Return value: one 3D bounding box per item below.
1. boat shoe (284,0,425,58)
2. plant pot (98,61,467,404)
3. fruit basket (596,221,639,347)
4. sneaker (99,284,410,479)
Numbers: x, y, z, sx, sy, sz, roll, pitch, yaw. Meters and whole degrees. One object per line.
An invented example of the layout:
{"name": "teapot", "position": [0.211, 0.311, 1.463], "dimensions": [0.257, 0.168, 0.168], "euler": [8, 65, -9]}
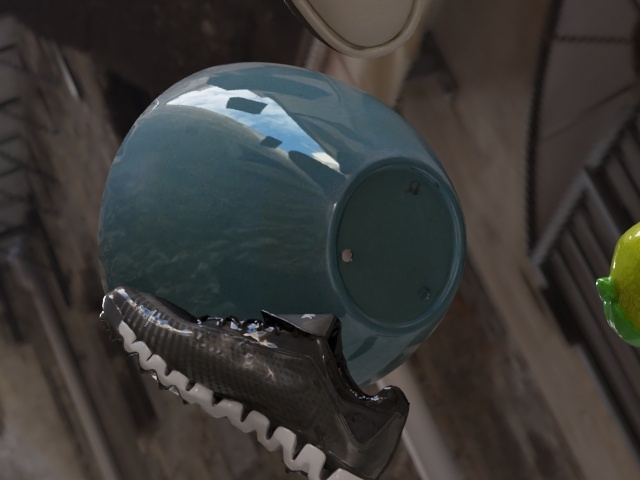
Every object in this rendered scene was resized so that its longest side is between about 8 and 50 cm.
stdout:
{"name": "boat shoe", "position": [-0.021, -0.272, 1.017], "dimensions": [0.112, 0.335, 0.095], "euler": [-24, 2, -2]}
{"name": "plant pot", "position": [0.000, 0.000, 1.248], "dimensions": [0.290, 0.290, 0.195], "euler": [-10, 8, -36]}
{"name": "fruit basket", "position": [0.452, 0.014, 1.416], "dimensions": [0.392, 0.283, 0.392], "euler": [-38, -22, -19]}
{"name": "sneaker", "position": [-0.038, 0.082, 1.089], "dimensions": [0.106, 0.234, 0.078], "euler": [-57, -11, 2]}
